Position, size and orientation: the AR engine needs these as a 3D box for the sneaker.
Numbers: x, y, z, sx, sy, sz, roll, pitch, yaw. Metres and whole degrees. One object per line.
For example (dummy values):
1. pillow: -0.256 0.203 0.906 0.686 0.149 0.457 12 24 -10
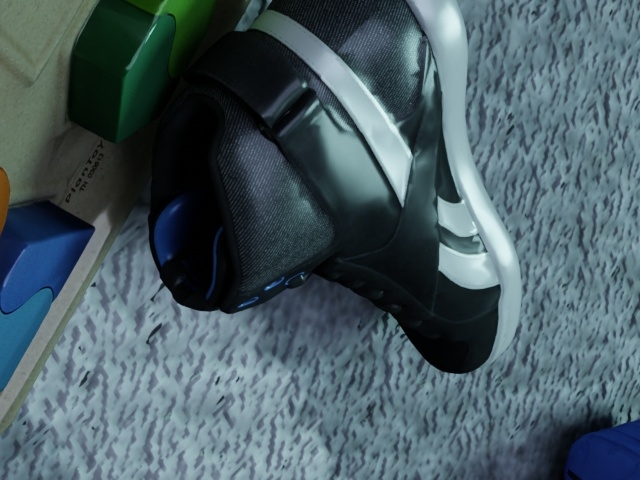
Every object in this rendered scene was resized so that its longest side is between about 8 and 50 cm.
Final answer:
1. sneaker: 0.000 0.000 0.506 0.121 0.079 0.217 -39 139 -18

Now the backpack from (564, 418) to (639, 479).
1. backpack: 0.162 0.154 0.694 0.101 0.098 0.120 -6 110 -35

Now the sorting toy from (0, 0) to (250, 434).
1. sorting toy: -0.059 -0.075 0.387 0.307 0.041 0.229 -61 170 -5
